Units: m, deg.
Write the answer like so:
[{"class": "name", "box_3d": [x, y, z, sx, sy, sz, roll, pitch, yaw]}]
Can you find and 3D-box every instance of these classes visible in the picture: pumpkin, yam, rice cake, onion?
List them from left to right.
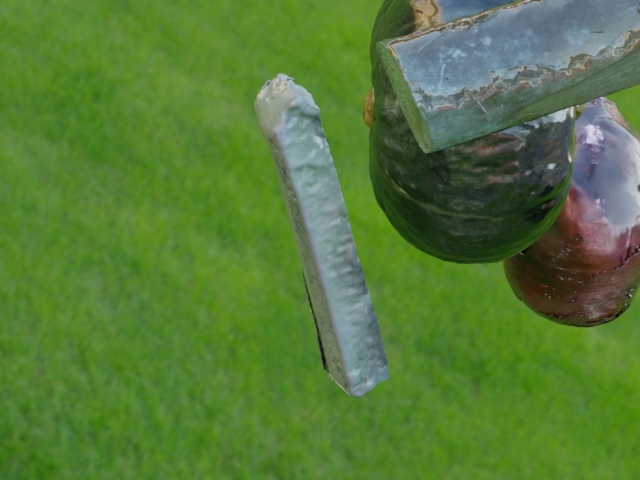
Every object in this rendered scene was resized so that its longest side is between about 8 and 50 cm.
[{"class": "rice cake", "box_3d": [0.000, 0.000, 0.899, 0.034, 0.211, 0.043, -25, 33, -14]}, {"class": "pumpkin", "box_3d": [0.105, -0.089, 1.037, 0.152, 0.212, 0.211, 7, 31, 2]}, {"class": "yam", "box_3d": [0.120, -0.099, 0.820, 0.068, 0.169, 0.068, -17, 90, -88]}, {"class": "onion", "box_3d": [0.289, -0.031, 1.599, 0.219, 0.252, 0.252, -2, 29, 9]}]
